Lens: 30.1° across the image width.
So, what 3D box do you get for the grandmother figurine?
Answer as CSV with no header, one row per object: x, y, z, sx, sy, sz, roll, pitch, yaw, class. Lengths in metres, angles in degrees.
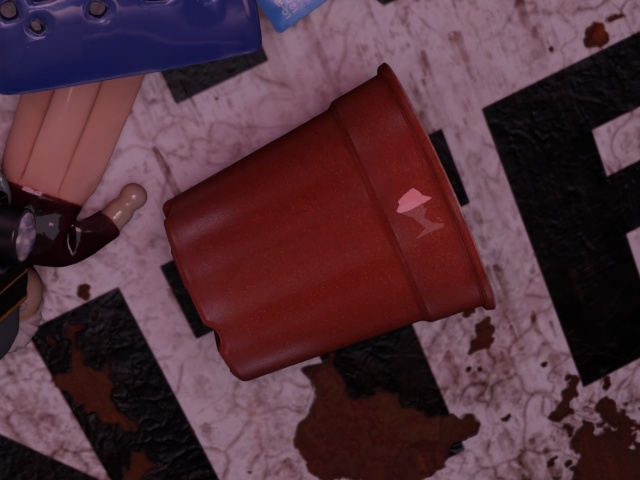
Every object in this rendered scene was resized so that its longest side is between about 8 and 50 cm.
-0.280,-0.051,1.186,0.207,0.104,0.342,19,98,-9,grandmother figurine

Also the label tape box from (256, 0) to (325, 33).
0.033,-0.383,1.100,0.347,0.115,0.249,-34,104,7,label tape box

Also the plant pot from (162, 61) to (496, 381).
0.000,0.000,1.203,0.265,0.272,0.272,-25,112,1,plant pot

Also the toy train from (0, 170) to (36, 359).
-0.426,0.013,1.105,0.334,0.142,0.190,8,109,6,toy train

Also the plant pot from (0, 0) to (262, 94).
-0.195,-0.279,1.024,0.236,0.236,0.212,-12,125,-14,plant pot
